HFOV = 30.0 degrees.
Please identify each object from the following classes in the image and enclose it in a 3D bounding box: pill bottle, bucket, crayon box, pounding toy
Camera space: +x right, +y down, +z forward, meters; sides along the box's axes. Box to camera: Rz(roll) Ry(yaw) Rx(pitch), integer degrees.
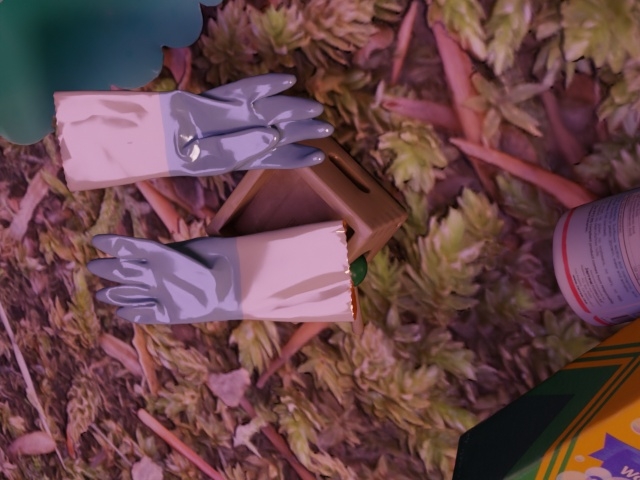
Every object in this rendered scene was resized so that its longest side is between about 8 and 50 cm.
[{"bbox_3d":[0.240,0.000,0.784,0.160,0.087,0.087,-19,98,42],"label":"pill bottle"},{"bbox_3d":[-0.233,-0.218,0.941,0.183,0.281,0.281,56,133,11],"label":"bucket"},{"bbox_3d":[0.261,0.141,0.785,0.203,0.083,0.323,33,133,-13],"label":"crayon box"},{"bbox_3d":[0.000,0.000,0.982,0.141,0.100,0.130,45,119,12],"label":"pounding toy"}]

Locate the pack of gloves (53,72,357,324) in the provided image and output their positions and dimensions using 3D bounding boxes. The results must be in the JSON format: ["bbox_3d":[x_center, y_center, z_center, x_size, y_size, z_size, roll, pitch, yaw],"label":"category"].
[{"bbox_3d":[-0.087,-0.032,0.948,0.232,0.046,0.195,-2,102,18],"label":"pack of gloves"}]
